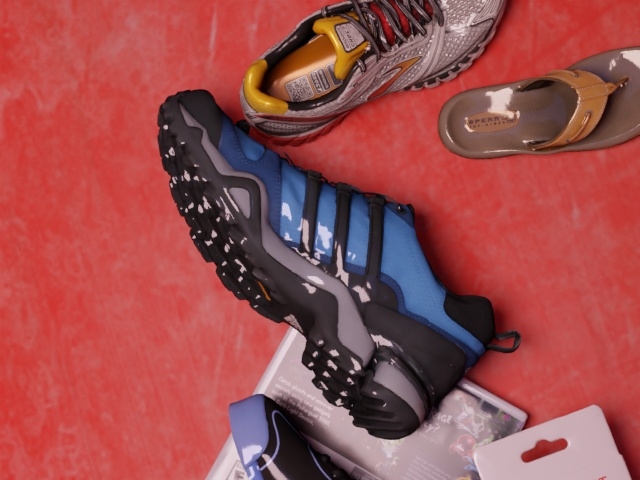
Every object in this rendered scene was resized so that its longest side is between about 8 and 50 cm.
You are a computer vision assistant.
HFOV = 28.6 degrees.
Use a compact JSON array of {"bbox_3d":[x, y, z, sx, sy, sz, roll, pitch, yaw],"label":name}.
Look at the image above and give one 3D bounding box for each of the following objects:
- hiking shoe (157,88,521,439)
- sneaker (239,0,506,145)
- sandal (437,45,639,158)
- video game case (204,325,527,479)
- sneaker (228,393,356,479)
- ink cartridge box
[{"bbox_3d":[0.000,0.000,0.928,0.132,0.113,0.304,-36,81,-23],"label":"hiking shoe"},{"bbox_3d":[0.041,-0.144,0.941,0.225,0.093,0.088,-32,81,4],"label":"sneaker"},{"bbox_3d":[0.175,-0.100,0.937,0.180,0.049,0.072,-10,83,8],"label":"sandal"},{"bbox_3d":[0.032,0.159,0.950,0.190,0.022,0.173,29,90,11],"label":"video game case"},{"bbox_3d":[0.020,0.203,0.900,0.090,0.081,0.232,-29,87,3],"label":"sneaker"},{"bbox_3d":[0.177,0.218,0.891,0.104,0.061,0.181,-18,82,-8],"label":"ink cartridge box"}]
